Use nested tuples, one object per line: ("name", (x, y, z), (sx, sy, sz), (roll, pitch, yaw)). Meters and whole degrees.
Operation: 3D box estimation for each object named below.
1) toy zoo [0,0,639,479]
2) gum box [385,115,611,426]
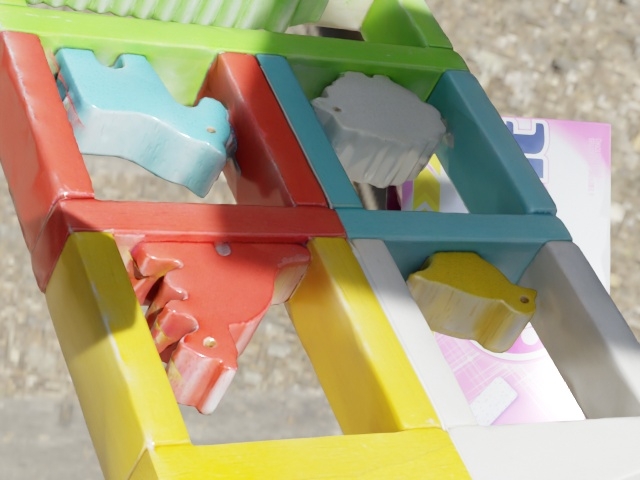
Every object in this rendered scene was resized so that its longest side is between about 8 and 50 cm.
("toy zoo", (0.000, 0.000, 0.494), (0.192, 0.030, 0.293), (1, 46, -32))
("gum box", (0.088, 0.024, 0.779), (0.107, 0.062, 0.188), (4, 78, -5))
